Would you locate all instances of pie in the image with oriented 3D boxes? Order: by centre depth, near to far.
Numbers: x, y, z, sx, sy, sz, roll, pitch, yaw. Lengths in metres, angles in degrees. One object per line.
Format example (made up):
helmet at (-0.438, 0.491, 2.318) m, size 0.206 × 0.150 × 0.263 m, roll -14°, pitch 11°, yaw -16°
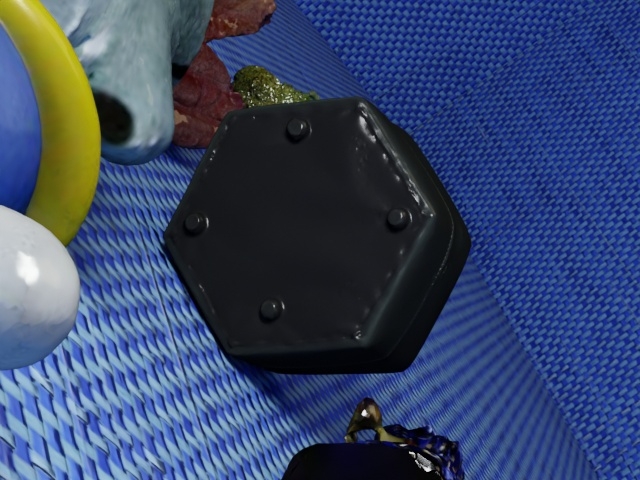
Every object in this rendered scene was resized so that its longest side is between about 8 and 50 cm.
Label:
pie at (-0.122, -0.200, 1.506) m, size 0.054 × 0.219 × 0.204 m, roll 10°, pitch -22°, yaw 39°

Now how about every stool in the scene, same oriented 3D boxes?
stool at (0.000, 0.000, 1.289) m, size 0.232 × 0.232 × 0.141 m, roll 58°, pitch 9°, yaw 18°

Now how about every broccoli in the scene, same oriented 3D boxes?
broccoli at (-0.055, -0.139, 1.833) m, size 0.131 × 0.120 × 0.130 m, roll 13°, pitch -58°, yaw 51°

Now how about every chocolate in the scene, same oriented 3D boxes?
chocolate at (0.059, 0.186, 1.185) m, size 0.343 × 0.126 × 0.148 m, roll 13°, pitch 56°, yaw -79°

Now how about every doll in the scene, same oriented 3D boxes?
doll at (-0.228, -0.050, 0.587) m, size 0.311 × 0.159 × 0.242 m, roll 30°, pitch 26°, yaw -8°

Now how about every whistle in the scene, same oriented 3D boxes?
whistle at (-0.243, -0.194, 1.001) m, size 0.404 × 0.188 × 0.168 m, roll 23°, pitch 4°, yaw 19°
